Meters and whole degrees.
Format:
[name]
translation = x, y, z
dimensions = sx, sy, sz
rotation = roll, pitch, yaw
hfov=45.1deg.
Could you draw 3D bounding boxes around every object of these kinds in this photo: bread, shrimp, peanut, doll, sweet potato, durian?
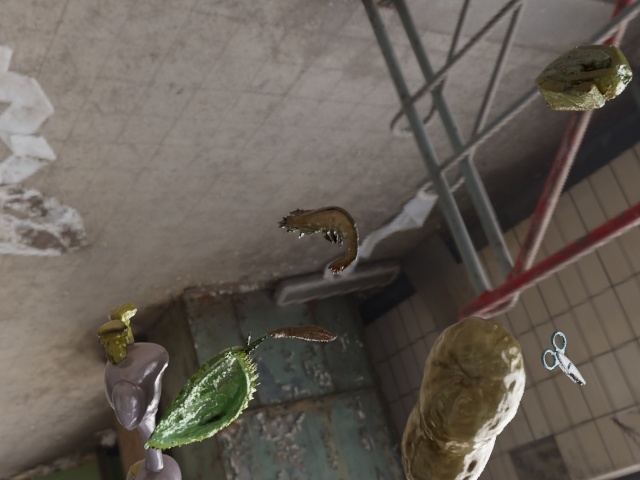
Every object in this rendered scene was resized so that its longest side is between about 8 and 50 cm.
[bread]
translation = 0.414, -0.258, 1.214
dimensions = 0.117, 0.064, 0.156
rotation = -48, -155, -13
[shrimp]
translation = 0.001, 0.000, 1.375
dimensions = 0.178, 0.124, 0.034
rotation = -6, -165, 38
[peanut]
translation = 0.246, 0.306, 1.357
dimensions = 0.169, 0.192, 0.387
rotation = 16, 122, 6
[doll]
translation = -0.247, 0.276, 1.073
dimensions = 0.094, 0.365, 0.160
rotation = -2, -167, -4
[sweet potato]
translation = -0.030, 0.144, 1.205
dimensions = 0.115, 0.026, 0.026
rotation = 5, 152, -20
[durian]
translation = -0.142, 0.199, 1.020
dimensions = 0.215, 0.086, 0.100
rotation = -46, 166, -1

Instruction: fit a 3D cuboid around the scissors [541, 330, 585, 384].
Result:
[scissors]
translation = 0.361, 0.181, 1.135
dimensions = 0.014, 0.058, 0.119
rotation = 11, 154, 52
